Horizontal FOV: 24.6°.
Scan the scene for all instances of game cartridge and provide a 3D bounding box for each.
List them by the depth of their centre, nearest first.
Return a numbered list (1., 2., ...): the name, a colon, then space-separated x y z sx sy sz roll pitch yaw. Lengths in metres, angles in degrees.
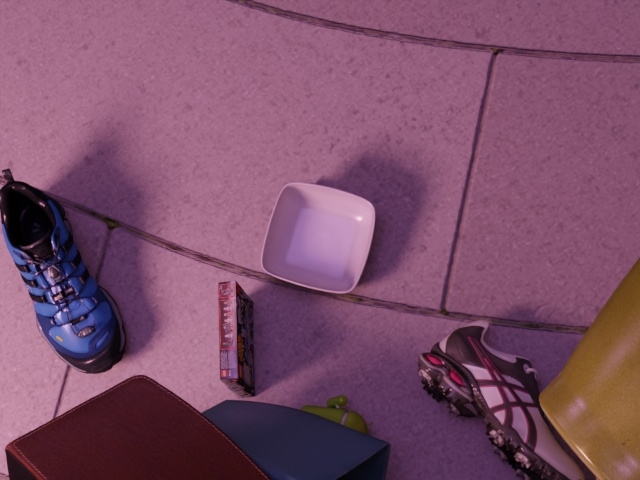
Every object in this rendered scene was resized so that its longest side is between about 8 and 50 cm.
1. game cartridge: -0.018 -0.036 2.049 0.056 0.017 0.083 37 81 26

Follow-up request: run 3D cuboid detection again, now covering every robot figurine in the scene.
1. robot figurine: 0.009 0.250 1.905 0.115 0.067 0.101 6 72 14

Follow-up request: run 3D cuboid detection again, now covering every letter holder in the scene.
1. letter holder: -0.193 0.324 1.732 0.214 0.152 0.302 -30 50 -33

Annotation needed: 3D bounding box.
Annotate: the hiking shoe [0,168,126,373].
1. hiking shoe: -0.373 0.051 2.030 0.113 0.132 0.304 -32 66 -1

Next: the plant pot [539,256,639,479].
1. plant pot: 0.457 0.155 1.715 0.353 0.366 0.366 -43 66 7

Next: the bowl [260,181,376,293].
1. bowl: 0.000 0.000 1.999 0.142 0.053 0.142 14 79 8

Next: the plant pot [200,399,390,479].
1. plant pot: -0.064 0.304 1.827 0.234 0.165 0.165 22 117 30

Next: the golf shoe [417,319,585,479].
1. golf shoe: 0.247 0.211 1.851 0.120 0.105 0.273 -41 67 -13

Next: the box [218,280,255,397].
1. box: -0.111 0.133 1.962 0.027 0.094 0.137 -7 69 11
